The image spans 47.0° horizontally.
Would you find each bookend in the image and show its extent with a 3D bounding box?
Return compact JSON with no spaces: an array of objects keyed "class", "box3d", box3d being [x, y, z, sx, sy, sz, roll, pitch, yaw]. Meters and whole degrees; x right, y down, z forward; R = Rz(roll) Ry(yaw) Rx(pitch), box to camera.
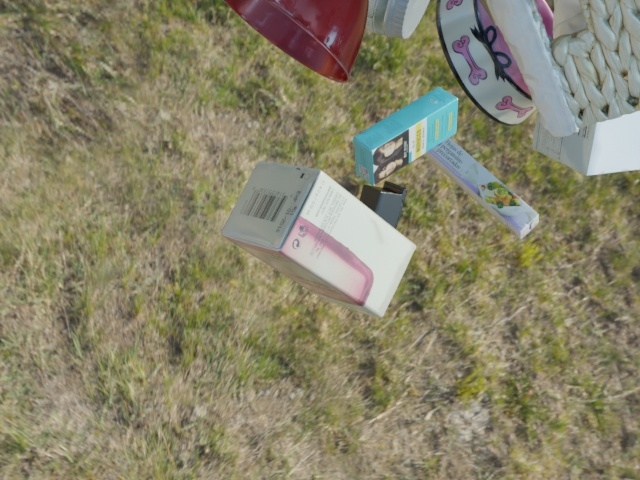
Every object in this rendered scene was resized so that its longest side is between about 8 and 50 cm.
[{"class":"bookend","box3d":[0.090,-0.054,1.586,0.157,0.072,0.156,4,106,-39]}]

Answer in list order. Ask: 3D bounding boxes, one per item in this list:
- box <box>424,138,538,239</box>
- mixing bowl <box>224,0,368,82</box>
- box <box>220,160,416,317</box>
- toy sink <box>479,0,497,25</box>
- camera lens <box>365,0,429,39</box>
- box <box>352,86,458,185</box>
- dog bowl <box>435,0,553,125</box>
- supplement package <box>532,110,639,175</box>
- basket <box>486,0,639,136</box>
[{"class":"box","box3d":[0.372,-0.135,1.729,0.063,0.067,0.324,-44,68,-1]},{"class":"mixing bowl","box3d":[-0.017,-0.261,0.780,0.181,0.181,0.098,35,92,2]},{"class":"box","box3d":[0.000,0.000,1.068,0.232,0.149,0.127,35,76,-39]},{"class":"toy sink","box3d":[0.329,-0.537,1.324,0.131,0.234,0.153,-22,45,11]},{"class":"camera lens","box3d":[0.101,-0.590,1.631,0.274,0.219,0.219,26,67,12]},{"class":"box","box3d":[0.181,-0.220,1.544,0.244,0.100,0.060,-33,52,-22]},{"class":"dog bowl","box3d":[0.479,-0.509,1.878,0.408,0.150,0.408,20,59,-38]},{"class":"supplement package","box3d":[0.632,-0.256,1.683,0.194,0.203,0.149,-7,116,-18]},{"class":"basket","box3d":[0.308,-0.342,0.709,0.266,0.328,0.331,-10,47,30]}]
